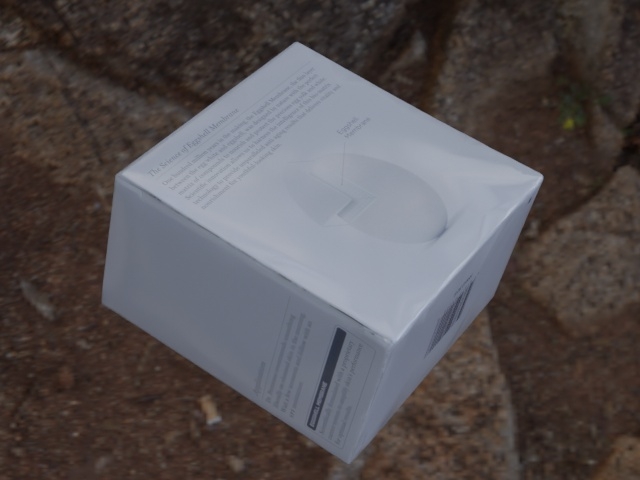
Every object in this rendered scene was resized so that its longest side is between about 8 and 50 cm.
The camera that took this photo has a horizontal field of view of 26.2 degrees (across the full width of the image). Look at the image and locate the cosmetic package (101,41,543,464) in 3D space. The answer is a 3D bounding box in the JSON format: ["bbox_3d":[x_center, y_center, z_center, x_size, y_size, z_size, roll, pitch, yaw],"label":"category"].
[{"bbox_3d":[0.000,0.000,0.998,0.225,0.138,0.224,32,45,16],"label":"cosmetic package"}]
